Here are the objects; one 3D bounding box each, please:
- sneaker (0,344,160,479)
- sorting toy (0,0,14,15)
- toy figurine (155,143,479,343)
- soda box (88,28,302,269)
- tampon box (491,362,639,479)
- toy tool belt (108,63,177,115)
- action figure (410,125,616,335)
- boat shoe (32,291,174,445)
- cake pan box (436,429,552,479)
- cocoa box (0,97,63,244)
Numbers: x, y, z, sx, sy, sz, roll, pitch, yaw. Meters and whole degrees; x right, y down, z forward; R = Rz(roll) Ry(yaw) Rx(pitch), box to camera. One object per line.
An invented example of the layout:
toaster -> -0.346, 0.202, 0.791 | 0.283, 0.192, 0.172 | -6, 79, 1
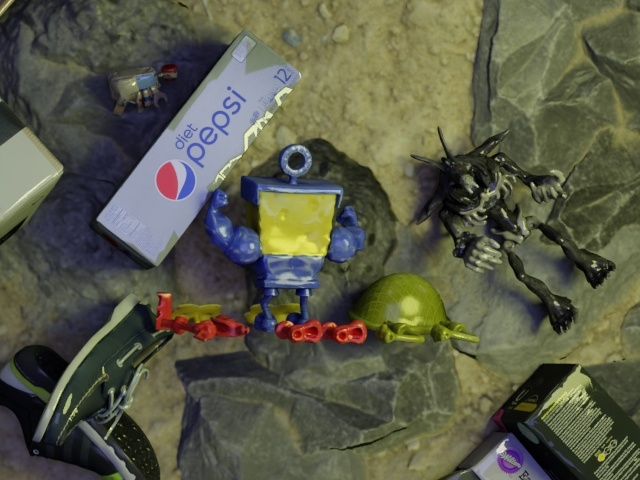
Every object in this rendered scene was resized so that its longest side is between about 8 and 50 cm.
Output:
sneaker -> -0.283, 0.219, 1.643 | 0.097, 0.084, 0.234 | -42, 95, 14
sorting toy -> -0.464, -0.304, 1.644 | 0.208, 0.038, 0.193 | 40, 72, -9
toy figurine -> 0.000, 0.000, 1.632 | 0.363, 0.191, 0.217 | 1, 93, -18
soda box -> -0.146, -0.104, 1.676 | 0.091, 0.098, 0.286 | 38, 79, -8
tampon box -> 0.309, 0.238, 1.735 | 0.101, 0.120, 0.161 | -45, 95, -13
toy tool belt -> -0.207, -0.177, 1.699 | 0.083, 0.052, 0.051 | -11, 119, -10
action figure -> 0.230, -0.024, 1.732 | 0.276, 0.141, 0.164 | 42, 90, -8
boat shoe -> -0.235, 0.150, 1.581 | 0.079, 0.254, 0.095 | 35, 118, -2
cake pan box -> 0.211, 0.397, 1.729 | 0.246, 0.070, 0.267 | -40, 93, -14
cocoa box -> -0.485, -0.027, 1.492 | 0.228, 0.231, 0.347 | 49, 63, -4
